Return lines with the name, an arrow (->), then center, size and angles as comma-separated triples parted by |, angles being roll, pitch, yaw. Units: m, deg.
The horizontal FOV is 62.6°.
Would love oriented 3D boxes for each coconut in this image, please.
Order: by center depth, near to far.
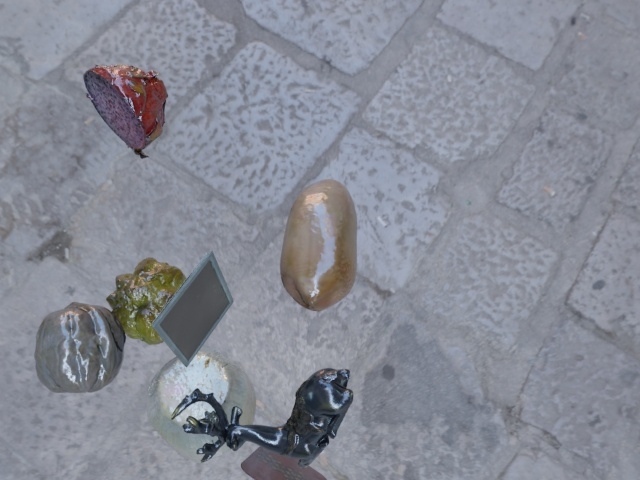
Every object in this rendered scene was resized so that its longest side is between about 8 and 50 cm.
coconut -> -0.254, 0.356, 1.142 | 0.227, 0.230, 0.227 | 0, 55, 0

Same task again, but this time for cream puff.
cream puff -> -0.484, 0.171, 1.490 | 0.244, 0.196, 0.244 | -17, 35, 12

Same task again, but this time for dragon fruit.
dragon fruit -> -0.449, -0.347, 1.288 | 0.224, 0.218, 0.148 | 46, 61, -4

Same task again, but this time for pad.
pad -> -0.069, 0.505, 1.134 | 0.181, 0.267, 0.004 | 31, 86, 11

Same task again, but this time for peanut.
peanut -> 0.000, 0.000, 0.526 | 0.076, 0.076, 0.152 | 5, 57, 0

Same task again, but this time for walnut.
walnut -> -0.572, 0.254, 1.260 | 0.224, 0.224, 0.224 | 1, 68, -2

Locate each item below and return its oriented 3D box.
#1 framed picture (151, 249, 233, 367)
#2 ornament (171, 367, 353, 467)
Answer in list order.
framed picture -> -0.197, 0.113, 0.837 | 0.011, 0.183, 0.142 | 25, 64, 17
ornament -> -0.089, 0.251, 0.770 | 0.236, 0.202, 0.080 | 15, 29, -18
